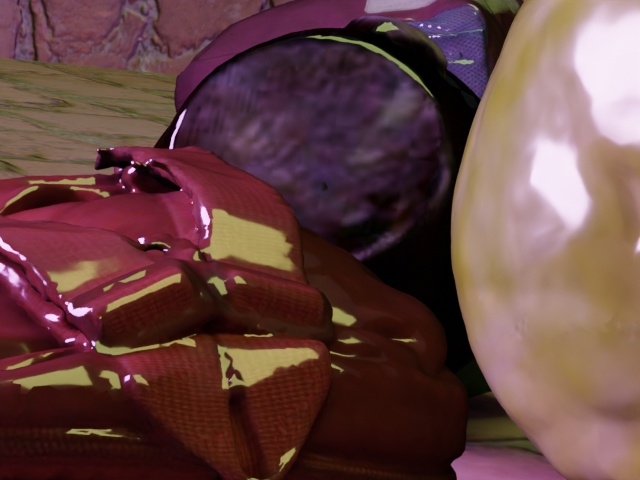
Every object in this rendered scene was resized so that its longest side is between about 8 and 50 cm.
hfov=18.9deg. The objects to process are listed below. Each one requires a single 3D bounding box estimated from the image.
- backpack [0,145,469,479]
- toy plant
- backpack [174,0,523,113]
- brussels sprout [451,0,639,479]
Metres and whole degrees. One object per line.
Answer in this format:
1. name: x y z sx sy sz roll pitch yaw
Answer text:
1. backpack: -0.063 0.046 0.512 0.229 0.138 0.229 7 6 -1
2. toy plant: 0.000 0.000 0.896 0.218 0.175 0.235 17 -18 13
3. backpack: 0.028 -0.128 1.715 0.317 0.197 0.283 -10 0 15
4. brussels sprout: 0.183 -0.011 0.724 0.243 0.316 0.274 2 -18 -38
